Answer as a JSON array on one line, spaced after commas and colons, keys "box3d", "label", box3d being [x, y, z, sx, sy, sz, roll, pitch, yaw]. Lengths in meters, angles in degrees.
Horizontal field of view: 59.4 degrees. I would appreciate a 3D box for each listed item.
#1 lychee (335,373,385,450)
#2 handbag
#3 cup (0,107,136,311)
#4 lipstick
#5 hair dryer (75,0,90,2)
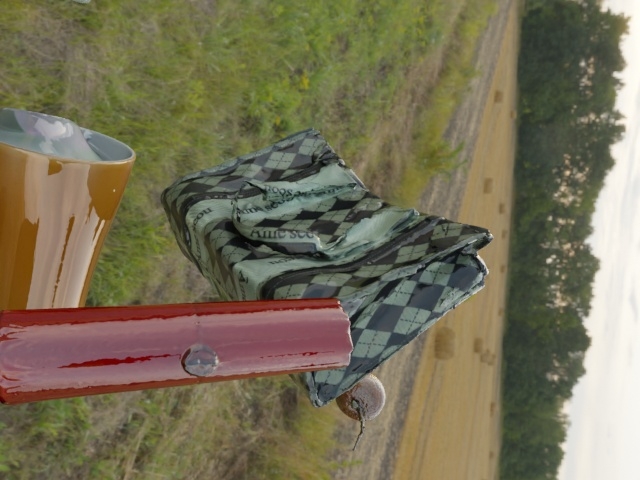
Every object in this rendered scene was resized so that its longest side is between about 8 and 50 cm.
[{"box3d": [0.084, 0.324, 1.143, 0.140, 0.101, 0.114, -130, -149, -61], "label": "lychee"}, {"box3d": [0.000, 0.000, 0.798, 0.316, 0.416, 0.180, -26, 127, -22], "label": "handbag"}, {"box3d": [-0.357, -0.033, 0.685, 0.182, 0.226, 0.264, -23, 133, -66], "label": "cup"}, {"box3d": [-0.111, 0.086, 0.466, 0.073, 0.279, 0.073, 179, -90, -67], "label": "lipstick"}, {"box3d": [-0.405, -0.435, 0.878, 0.131, 0.236, 0.073, 5, 98, -36], "label": "hair dryer"}]
